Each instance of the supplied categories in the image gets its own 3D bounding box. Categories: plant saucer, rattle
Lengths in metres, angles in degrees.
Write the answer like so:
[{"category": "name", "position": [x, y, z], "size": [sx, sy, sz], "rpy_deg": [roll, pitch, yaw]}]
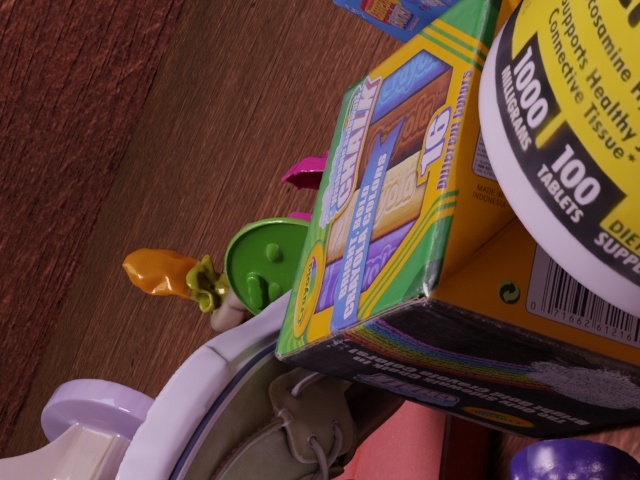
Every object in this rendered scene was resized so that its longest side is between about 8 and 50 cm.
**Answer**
[{"category": "plant saucer", "position": [0.052, 0.174, 1.157], "size": [0.258, 0.048, 0.259], "rpy_deg": [133, 150, -57]}, {"category": "rattle", "position": [-0.115, 0.021, 1.759], "size": [0.130, 0.143, 0.200], "rpy_deg": [-55, 7, -7]}]

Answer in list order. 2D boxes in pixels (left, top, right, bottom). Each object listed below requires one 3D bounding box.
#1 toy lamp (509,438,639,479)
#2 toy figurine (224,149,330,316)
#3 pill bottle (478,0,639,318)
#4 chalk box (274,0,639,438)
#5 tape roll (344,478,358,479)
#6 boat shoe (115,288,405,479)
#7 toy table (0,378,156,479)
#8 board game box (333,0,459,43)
[{"category": "toy lamp", "position": [0.120, 0.231, 0.801], "size": [0.080, 0.080, 0.274], "rpy_deg": [129, 155, -53]}, {"category": "toy figurine", "position": [0.000, 0.000, 1.482], "size": [0.159, 0.130, 0.173], "rpy_deg": [-69, -17, -47]}, {"category": "pill bottle", "position": [0.213, -0.116, 0.645], "size": [0.334, 0.188, 0.188], "rpy_deg": [127, 156, -51]}, {"category": "chalk box", "position": [0.097, 0.000, 0.939], "size": [0.289, 0.180, 0.179], "rpy_deg": [154, 133, -68]}, {"category": "tape roll", "position": [-0.029, 0.324, 0.931], "size": [0.392, 0.072, 0.392], "rpy_deg": [-61, 9, 18]}, {"category": "boat shoe", "position": [-0.023, 0.105, 0.995], "size": [0.302, 0.094, 0.109], "rpy_deg": [-43, -30, -56]}, {"category": "toy table", "position": [-0.245, 0.268, 1.789], "size": [0.161, 0.252, 0.274], "rpy_deg": [-61, -2, -27]}, {"category": "board game box", "position": [0.123, -0.292, 1.126], "size": [0.302, 0.086, 0.308], "rpy_deg": [-60, 1, -2]}]
